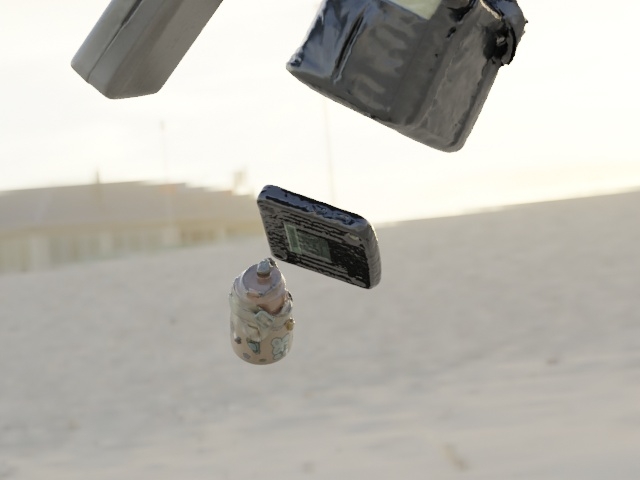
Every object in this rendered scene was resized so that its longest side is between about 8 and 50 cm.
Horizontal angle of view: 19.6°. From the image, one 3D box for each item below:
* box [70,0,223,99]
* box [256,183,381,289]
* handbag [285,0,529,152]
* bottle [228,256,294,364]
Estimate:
[{"bbox_3d":[-0.110,-0.225,1.545,0.243,0.055,0.103,-53,-14,21],"label":"box"},{"bbox_3d":[0.000,0.000,1.834,0.125,0.027,0.126,19,-26,18],"label":"box"},{"bbox_3d":[0.087,-0.205,1.869,0.181,0.181,0.254,30,5,27],"label":"handbag"},{"bbox_3d":[-0.083,0.097,2.585,0.099,0.099,0.152,-5,-42,-7],"label":"bottle"}]
